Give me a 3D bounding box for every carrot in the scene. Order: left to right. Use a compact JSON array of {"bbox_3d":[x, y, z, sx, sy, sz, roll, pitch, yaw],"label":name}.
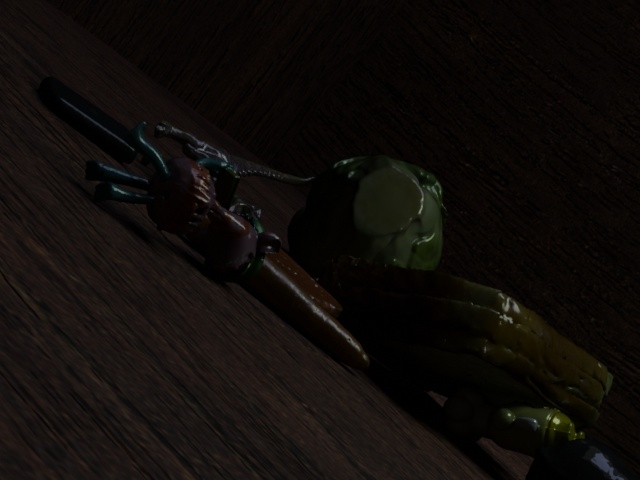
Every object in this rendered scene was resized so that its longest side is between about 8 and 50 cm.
[{"bbox_3d":[-0.044,0.051,1.446,0.248,0.043,0.043,41,3,-7],"label":"carrot"}]

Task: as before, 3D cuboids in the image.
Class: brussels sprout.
[{"bbox_3d":[0.068,-0.010,1.902,0.244,0.244,0.244,39,3,-3],"label":"brussels sprout"}]

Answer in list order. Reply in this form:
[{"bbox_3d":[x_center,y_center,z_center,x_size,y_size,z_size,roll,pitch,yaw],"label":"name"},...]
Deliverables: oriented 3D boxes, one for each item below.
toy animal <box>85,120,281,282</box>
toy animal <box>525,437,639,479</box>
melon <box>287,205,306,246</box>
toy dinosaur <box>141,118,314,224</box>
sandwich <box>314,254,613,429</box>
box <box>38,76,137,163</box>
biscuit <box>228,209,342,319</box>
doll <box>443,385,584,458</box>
[{"bbox_3d":[-0.118,-0.038,1.292,0.100,0.103,0.208,-14,-31,35],"label":"toy animal"},{"bbox_3d":[0.333,0.322,1.406,0.168,0.106,0.343,38,7,-36],"label":"toy animal"},{"bbox_3d":[0.000,0.000,2.113,0.099,0.099,0.162,38,10,-18],"label":"melon"},{"bbox_3d":[-0.123,-0.081,1.772,0.199,0.072,0.251,29,11,0],"label":"toy dinosaur"},{"bbox_3d":[0.168,0.121,1.639,0.271,0.099,0.301,6,-20,41],"label":"sandwich"},{"bbox_3d":[-0.273,-0.141,1.646,0.125,0.027,0.126,35,6,-22],"label":"box"},{"bbox_3d":[-0.077,0.019,1.538,0.192,0.036,0.186,42,6,30],"label":"biscuit"},{"bbox_3d":[0.210,0.205,1.575,0.162,0.062,0.106,9,-18,30],"label":"doll"}]
